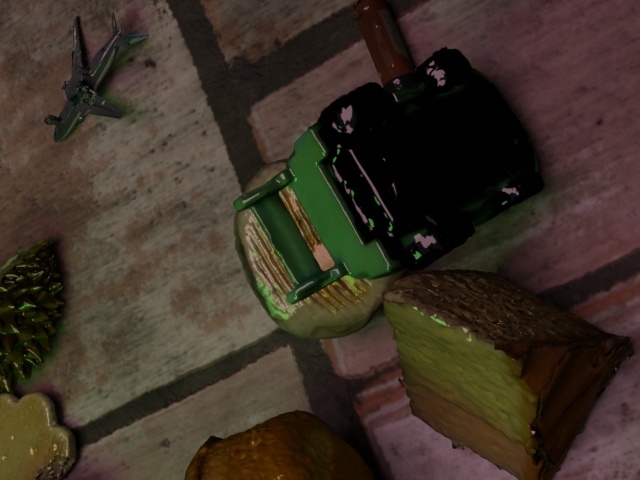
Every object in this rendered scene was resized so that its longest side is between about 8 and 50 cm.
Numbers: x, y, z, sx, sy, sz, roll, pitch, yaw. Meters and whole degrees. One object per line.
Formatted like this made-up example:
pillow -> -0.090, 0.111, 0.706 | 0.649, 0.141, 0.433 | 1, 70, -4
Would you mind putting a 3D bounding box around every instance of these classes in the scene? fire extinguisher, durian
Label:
fire extinguisher -> 0.080, -0.263, 1.861 | 0.177, 0.050, 0.062 | 69, 156, 15
durian -> -0.549, 0.146, 2.141 | 0.394, 0.163, 0.198 | -39, 58, 19

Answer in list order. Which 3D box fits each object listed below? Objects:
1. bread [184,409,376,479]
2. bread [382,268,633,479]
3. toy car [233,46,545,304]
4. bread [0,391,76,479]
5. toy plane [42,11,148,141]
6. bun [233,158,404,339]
bread -> -0.014, 0.372, 1.733 | 0.204, 0.358, 0.337 | -29, 98, 7
bread -> 0.182, 0.177, 1.644 | 0.248, 0.315, 0.279 | 34, 115, 29
toy car -> 0.095, -0.075, 1.678 | 0.176, 0.358, 0.213 | -36, 84, 48
bread -> -0.475, 0.331, 2.171 | 0.251, 0.039, 0.182 | -49, 66, 20
toy plane -> -0.343, -0.232, 2.103 | 0.226, 0.058, 0.226 | -46, 51, 21
bun -> 0.000, 0.000, 1.840 | 0.243, 0.153, 0.244 | 0, 90, 9
